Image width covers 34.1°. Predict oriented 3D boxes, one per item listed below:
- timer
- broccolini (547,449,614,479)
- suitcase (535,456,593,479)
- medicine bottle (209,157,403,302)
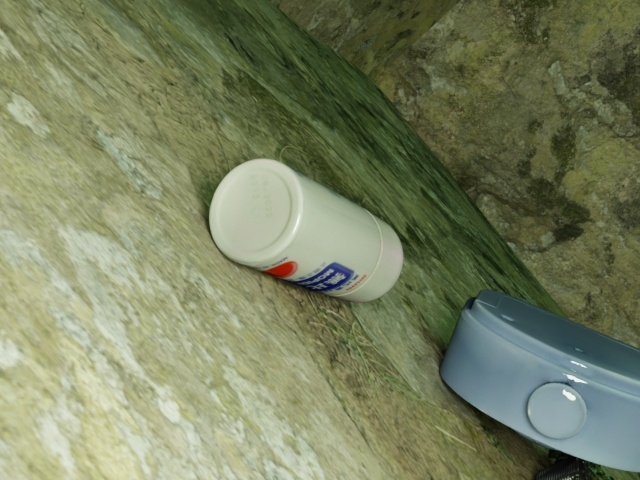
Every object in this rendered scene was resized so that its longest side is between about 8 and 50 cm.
[{"bbox_3d":[0.365,0.230,1.610,0.395,0.173,0.395,21,10,-4],"label":"timer"},{"bbox_3d":[0.531,0.504,1.792,0.392,0.074,0.079,51,-28,4],"label":"broccolini"},{"bbox_3d":[0.367,0.373,1.566,0.059,0.086,0.126,65,15,2],"label":"suitcase"},{"bbox_3d":[0.000,0.000,1.345,0.130,0.130,0.341,55,15,26],"label":"medicine bottle"}]
